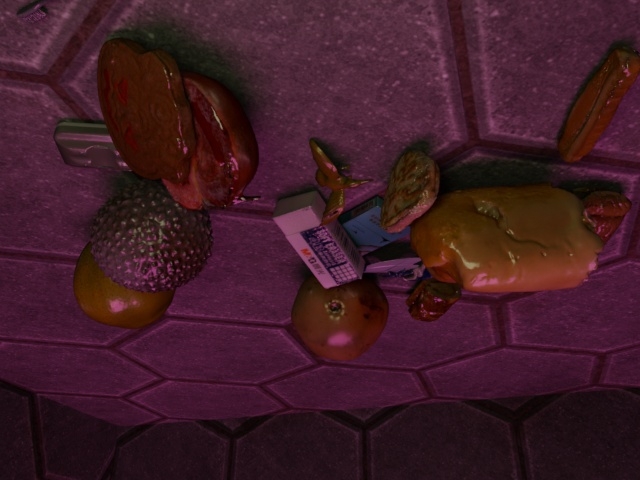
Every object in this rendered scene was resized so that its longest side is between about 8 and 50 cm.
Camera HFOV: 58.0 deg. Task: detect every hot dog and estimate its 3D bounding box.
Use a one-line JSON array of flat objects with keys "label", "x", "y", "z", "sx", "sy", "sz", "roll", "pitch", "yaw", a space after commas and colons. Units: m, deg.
[{"label": "hot dog", "x": 0.559, "y": -0.267, "z": 1.166, "sx": 0.068, "sy": 0.083, "sz": 0.289, "roll": -14, "pitch": 151, "yaw": -12}]

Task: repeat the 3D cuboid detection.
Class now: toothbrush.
[{"label": "toothbrush", "x": -0.388, "y": -0.428, "z": 0.966, "sx": 0.321, "sy": 0.023, "sz": 0.031, "roll": -13, "pitch": 153, "yaw": 23}]

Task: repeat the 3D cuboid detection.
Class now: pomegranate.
[{"label": "pomegranate", "x": 0.061, "y": 0.232, "z": 1.800, "sx": 0.319, "sy": 0.319, "sz": 0.319, "roll": 1, "pitch": 149, "yaw": 0}]

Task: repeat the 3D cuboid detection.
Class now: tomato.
[{"label": "tomato", "x": -0.220, "y": -0.210, "z": 1.166, "sx": 0.309, "sy": 0.170, "sz": 0.309, "roll": 23, "pitch": 128, "yaw": 32}]

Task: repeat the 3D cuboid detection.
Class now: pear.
[{"label": "pear", "x": -0.542, "y": 0.103, "z": 1.622, "sx": 0.294, "sy": 0.294, "sz": 0.294, "roll": 1, "pitch": 149, "yaw": 0}]

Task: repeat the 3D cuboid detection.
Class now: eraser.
[{"label": "eraser", "x": 0.000, "y": 0.000, "z": 1.541, "sx": 0.130, "sy": 0.086, "sz": 0.287, "roll": -14, "pitch": 130, "yaw": 26}]

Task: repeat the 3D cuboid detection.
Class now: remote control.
[{"label": "remote control", "x": -0.417, "y": -0.199, "z": 1.304, "sx": 0.335, "sy": 0.066, "sz": 0.128, "roll": 3, "pitch": 151, "yaw": -4}]

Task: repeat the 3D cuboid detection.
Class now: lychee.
[{"label": "lychee", "x": -0.412, "y": -0.011, "z": 1.411, "sx": 0.300, "sy": 0.300, "sz": 0.300, "roll": 1, "pitch": 149, "yaw": 0}]

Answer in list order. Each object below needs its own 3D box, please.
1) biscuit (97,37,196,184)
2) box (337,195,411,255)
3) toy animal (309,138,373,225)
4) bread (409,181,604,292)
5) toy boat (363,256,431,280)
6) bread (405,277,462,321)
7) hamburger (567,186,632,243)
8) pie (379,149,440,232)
[{"label": "biscuit", "x": -0.337, "y": -0.236, "z": 1.095, "sx": 0.257, "sy": 0.049, "sz": 0.273, "roll": 24, "pitch": 132, "yaw": 31}, {"label": "box", "x": 0.122, "y": -0.030, "z": 1.594, "sx": 0.162, "sy": 0.041, "sz": 0.229, "roll": 28, "pitch": 139, "yaw": -36}, {"label": "toy animal", "x": 0.050, "y": -0.149, "z": 1.356, "sx": 0.155, "sy": 0.095, "sz": 0.219, "roll": -8, "pitch": 117, "yaw": 15}, {"label": "bread", "x": 0.411, "y": -0.013, "z": 1.368, "sx": 0.394, "sy": 0.250, "sz": 0.361, "roll": -2, "pitch": -179, "yaw": 2}, {"label": "toy boat", "x": 0.231, "y": 0.083, "z": 1.737, "sx": 0.291, "sy": 0.070, "sz": 0.210, "roll": -9, "pitch": 155, "yaw": 11}, {"label": "bread", "x": 0.370, "y": 0.196, "z": 1.904, "sx": 0.132, "sy": 0.103, "sz": 0.172, "roll": 6, "pitch": 146, "yaw": -15}, {"label": "hamburger", "x": 0.677, "y": -0.048, "z": 1.475, "sx": 0.183, "sy": 0.130, "sz": 0.206, "roll": 3, "pitch": 147, "yaw": -9}, {"label": "pie", "x": 0.206, "y": -0.109, "z": 1.332, "sx": 0.084, "sy": 0.179, "sz": 0.205, "roll": 16, "pitch": 153, "yaw": -14}]
